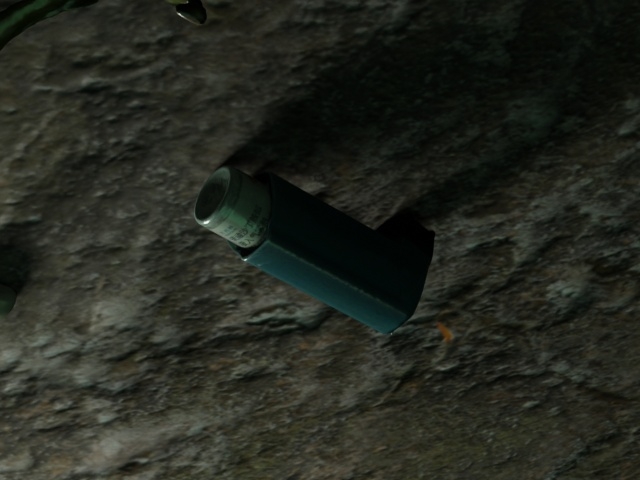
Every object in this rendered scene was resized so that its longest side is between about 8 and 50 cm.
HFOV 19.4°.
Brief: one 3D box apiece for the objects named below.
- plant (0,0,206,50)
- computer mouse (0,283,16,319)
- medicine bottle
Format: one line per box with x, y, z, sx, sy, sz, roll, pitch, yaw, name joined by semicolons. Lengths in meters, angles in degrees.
-0.297;-0.143;1.503;0.333;0.180;0.251;-53;132;-4;plant
-0.336;0.056;1.779;0.056;0.032;0.110;-32;141;21;computer mouse
0.000;0.000;1.781;0.258;0.124;0.079;27;132;-29;medicine bottle
